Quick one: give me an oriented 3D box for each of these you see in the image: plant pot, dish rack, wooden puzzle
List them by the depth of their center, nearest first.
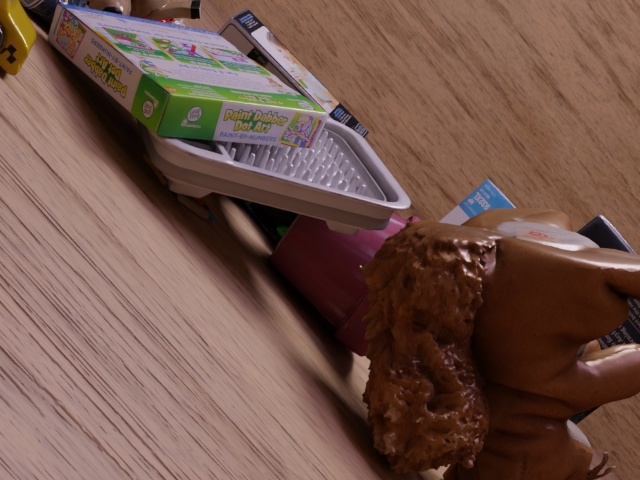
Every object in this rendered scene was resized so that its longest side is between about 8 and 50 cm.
[{"bbox_3d":[-0.166,-0.064,1.337,0.078,0.014,0.116,55,9,27],"label":"wooden puzzle"},{"bbox_3d":[-0.075,-0.104,1.355,0.332,0.072,0.285,13,22,-23],"label":"dish rack"},{"bbox_3d":[0.038,0.026,1.483,0.180,0.201,0.201,35,9,-2],"label":"plant pot"}]

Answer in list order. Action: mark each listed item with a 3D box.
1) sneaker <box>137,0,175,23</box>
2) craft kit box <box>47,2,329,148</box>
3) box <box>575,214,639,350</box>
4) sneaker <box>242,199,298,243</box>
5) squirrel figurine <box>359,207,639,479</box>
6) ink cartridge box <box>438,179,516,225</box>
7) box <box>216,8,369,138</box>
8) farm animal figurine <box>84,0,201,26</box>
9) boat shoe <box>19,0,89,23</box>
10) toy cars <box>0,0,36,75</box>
[{"bbox_3d":[-0.251,-0.359,1.823,0.128,0.087,0.221,52,-10,-11],"label":"sneaker"},{"bbox_3d":[-0.156,-0.194,1.317,0.249,0.061,0.246,0,28,-46],"label":"craft kit box"},{"bbox_3d":[0.361,0.180,1.740,0.212,0.395,0.293,54,10,18],"label":"box"},{"bbox_3d":[0.000,0.000,1.631,0.343,0.134,0.146,39,17,-4],"label":"sneaker"},{"bbox_3d":[0.202,0.169,1.340,0.396,0.371,0.281,0,16,-29],"label":"squirrel figurine"},{"bbox_3d":[0.255,0.083,1.929,0.223,0.307,0.129,43,8,-39],"label":"ink cartridge box"},{"bbox_3d":[-0.084,-0.215,1.813,0.290,0.169,0.087,46,26,-4],"label":"box"},{"bbox_3d":[-0.259,-0.372,1.542,0.327,0.172,0.330,-88,176,-71],"label":"farm animal figurine"},{"bbox_3d":[-0.341,-0.320,1.393,0.083,0.065,0.183,46,16,-36],"label":"boat shoe"},{"bbox_3d":[-0.388,-0.333,1.084,0.394,0.087,0.176,53,8,19],"label":"toy cars"}]
